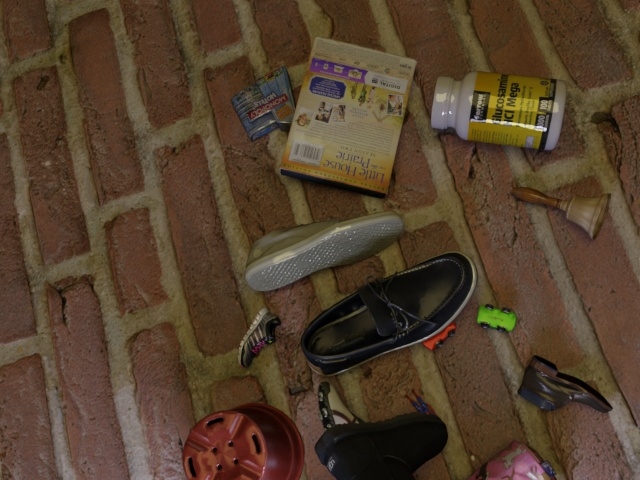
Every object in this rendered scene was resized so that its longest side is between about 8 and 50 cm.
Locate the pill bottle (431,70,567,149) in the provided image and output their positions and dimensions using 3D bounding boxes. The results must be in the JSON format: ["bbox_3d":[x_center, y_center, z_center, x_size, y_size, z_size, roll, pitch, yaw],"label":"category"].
[{"bbox_3d":[0.473,-0.352,1.972,0.334,0.188,0.187,9,75,12],"label":"pill bottle"}]

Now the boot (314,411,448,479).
[{"bbox_3d":[0.231,0.591,1.595,0.367,0.146,0.445,0,34,-31],"label":"boot"}]

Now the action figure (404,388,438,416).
[{"bbox_3d":[0.262,0.428,1.859,0.038,0.030,0.115,-40,73,-9],"label":"action figure"}]

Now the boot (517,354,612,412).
[{"bbox_3d":[0.594,0.382,1.805,0.219,0.082,0.106,32,103,13],"label":"boot"}]

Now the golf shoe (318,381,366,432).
[{"bbox_3d":[0.074,0.477,1.852,0.120,0.105,0.272,-18,75,-15],"label":"golf shoe"}]

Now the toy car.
[{"bbox_3d":[0.388,0.189,1.895,0.225,0.053,0.239,14,77,13],"label":"toy car"}]

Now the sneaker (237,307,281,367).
[{"bbox_3d":[-0.159,0.265,1.960,0.075,0.063,0.170,20,73,21],"label":"sneaker"}]

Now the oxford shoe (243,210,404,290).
[{"bbox_3d":[0.000,0.000,1.972,0.449,0.169,0.130,-19,51,4],"label":"oxford shoe"}]

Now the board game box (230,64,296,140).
[{"bbox_3d":[-0.143,-0.383,2.154,0.194,0.060,0.194,-28,70,0],"label":"board game box"}]

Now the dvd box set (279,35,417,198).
[{"bbox_3d":[0.082,-0.349,2.076,0.308,0.062,0.420,13,76,1],"label":"dvd box set"}]

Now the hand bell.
[{"bbox_3d":[0.619,-0.099,1.932,0.242,0.126,0.126,22,78,28],"label":"hand bell"}]

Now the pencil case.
[{"bbox_3d":[0.383,0.644,1.707,0.386,0.167,0.160,-41,105,-4],"label":"pencil case"}]

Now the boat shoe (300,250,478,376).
[{"bbox_3d":[0.167,0.181,1.848,0.500,0.156,0.186,-29,61,8],"label":"boat shoe"}]

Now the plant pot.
[{"bbox_3d":[-0.197,0.523,1.783,0.272,0.265,0.272,-3,73,9],"label":"plant pot"}]
